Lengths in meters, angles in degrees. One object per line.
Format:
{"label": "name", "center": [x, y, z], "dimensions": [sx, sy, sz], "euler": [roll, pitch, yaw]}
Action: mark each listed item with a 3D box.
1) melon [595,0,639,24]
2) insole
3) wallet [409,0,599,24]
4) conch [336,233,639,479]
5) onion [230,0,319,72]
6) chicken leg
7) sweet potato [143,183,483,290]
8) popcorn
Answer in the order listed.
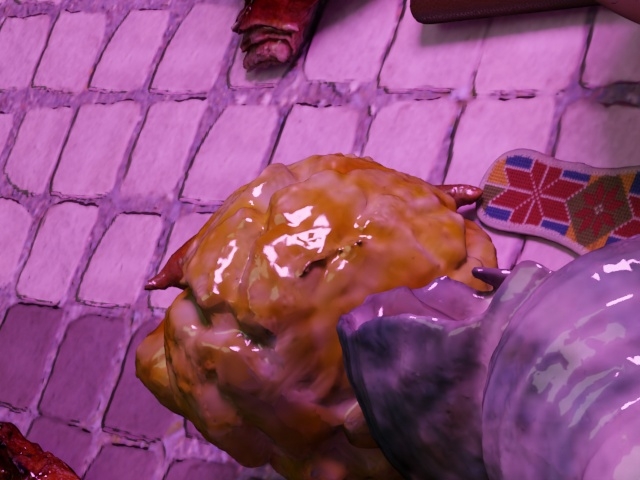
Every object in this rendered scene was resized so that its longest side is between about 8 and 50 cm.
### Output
{"label": "melon", "center": [0.239, -0.204, 0.886], "dimensions": [0.317, 0.223, 0.223], "euler": [-7, 63, 44]}
{"label": "insole", "center": [0.153, -0.017, 1.042], "dimensions": [0.193, 0.006, 0.065], "euler": [17, 81, 51]}
{"label": "wallet", "center": [0.142, -0.186, 1.136], "dimensions": [0.198, 0.031, 0.110], "euler": [0, 67, 47]}
{"label": "conch", "center": [0.130, 0.075, 0.844], "dimensions": [0.277, 0.220, 0.195], "euler": [-110, 38, -66]}
{"label": "onion", "center": [-0.015, -0.292, 1.255], "dimensions": [0.349, 0.159, 0.267], "euler": [-63, 27, 1]}
{"label": "chicken leg", "center": [-0.178, 0.186, 1.253], "dimensions": [0.205, 0.053, 0.093], "euler": [36, 119, 58]}
{"label": "sweet potato", "center": [0.001, 0.001, 1.162], "dimensions": [0.226, 0.068, 0.068], "euler": [-15, 56, 22]}
{"label": "popcorn", "center": [-0.006, 0.047, 1.041], "dimensions": [0.212, 0.198, 0.198], "euler": [-29, 48, 43]}
